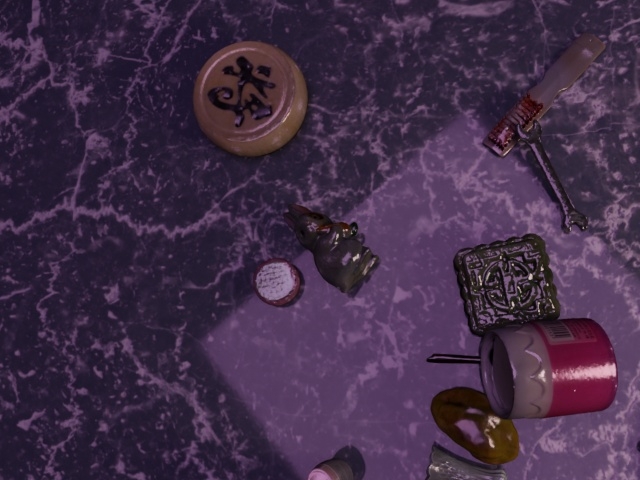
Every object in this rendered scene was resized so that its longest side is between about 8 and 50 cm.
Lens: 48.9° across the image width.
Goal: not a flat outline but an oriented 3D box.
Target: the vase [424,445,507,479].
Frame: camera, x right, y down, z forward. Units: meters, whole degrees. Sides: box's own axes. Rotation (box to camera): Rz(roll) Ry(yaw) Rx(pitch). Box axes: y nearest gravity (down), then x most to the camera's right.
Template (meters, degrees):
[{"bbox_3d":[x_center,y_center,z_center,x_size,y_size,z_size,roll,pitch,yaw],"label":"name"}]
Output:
[{"bbox_3d":[0.280,0.453,1.353,0.149,0.081,0.081,13,83,9],"label":"vase"}]

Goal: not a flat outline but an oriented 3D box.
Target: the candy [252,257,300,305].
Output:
[{"bbox_3d":[-0.094,0.089,1.506,0.103,0.043,0.103,-2,79,8],"label":"candy"}]

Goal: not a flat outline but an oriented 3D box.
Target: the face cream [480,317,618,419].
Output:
[{"bbox_3d":[0.413,0.235,1.291,0.195,0.175,0.175,-4,79,-6],"label":"face cream"}]

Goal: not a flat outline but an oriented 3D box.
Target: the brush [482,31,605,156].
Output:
[{"bbox_3d":[0.467,-0.311,1.469,0.060,0.050,0.321,43,89,19],"label":"brush"}]

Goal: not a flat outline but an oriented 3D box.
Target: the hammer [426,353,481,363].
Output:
[{"bbox_3d":[0.303,0.236,1.416,0.178,0.021,0.065,-1,79,14],"label":"hammer"}]

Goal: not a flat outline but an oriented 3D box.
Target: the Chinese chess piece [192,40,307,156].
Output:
[{"bbox_3d":[-0.155,-0.313,1.561,0.257,0.104,0.257,-2,79,12],"label":"Chinese chess piece"}]

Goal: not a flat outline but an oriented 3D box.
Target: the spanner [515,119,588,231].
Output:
[{"bbox_3d":[0.470,-0.130,1.427,0.054,0.015,0.254,-26,86,-1],"label":"spanner"}]

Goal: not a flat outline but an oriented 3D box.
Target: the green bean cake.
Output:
[{"bbox_3d":[0.369,0.090,1.395,0.183,0.094,0.185,-12,83,8],"label":"green bean cake"}]

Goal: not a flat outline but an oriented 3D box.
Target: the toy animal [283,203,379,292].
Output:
[{"bbox_3d":[0.002,0.001,1.470,0.236,0.108,0.138,31,88,15],"label":"toy animal"}]

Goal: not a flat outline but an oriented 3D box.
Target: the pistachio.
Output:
[{"bbox_3d":[0.302,0.351,1.351,0.189,0.100,0.110,37,92,16],"label":"pistachio"}]

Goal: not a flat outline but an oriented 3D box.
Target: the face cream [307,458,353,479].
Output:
[{"bbox_3d":[0.020,0.460,1.335,0.057,0.198,0.084,-26,75,6],"label":"face cream"}]
